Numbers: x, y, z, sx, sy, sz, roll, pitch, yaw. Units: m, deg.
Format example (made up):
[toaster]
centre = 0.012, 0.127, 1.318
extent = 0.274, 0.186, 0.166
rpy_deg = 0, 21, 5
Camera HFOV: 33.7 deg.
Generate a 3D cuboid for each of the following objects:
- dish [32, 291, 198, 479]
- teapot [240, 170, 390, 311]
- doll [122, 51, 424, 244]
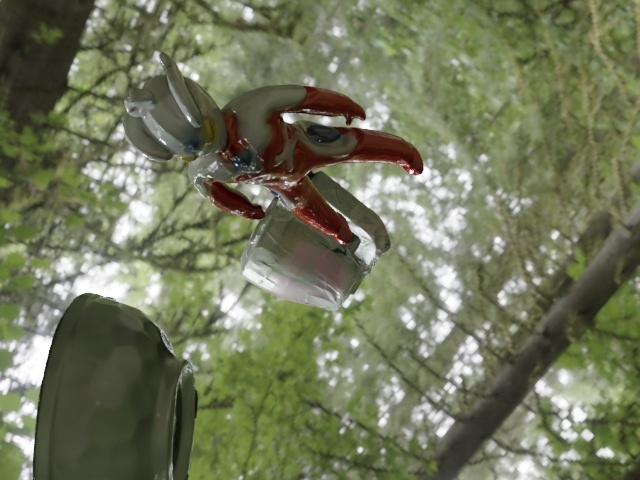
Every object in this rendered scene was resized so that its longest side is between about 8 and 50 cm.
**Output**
[dish]
centre = -0.200, 0.192, 1.105
extent = 0.120, 0.303, 0.303
rpy_deg = 4, -148, 4
[teapot]
centre = 0.002, -0.004, 1.529
extent = 0.178, 0.221, 0.163
rpy_deg = 30, -154, 0
[doll]
centre = -0.052, -0.095, 1.112
extent = 0.384, 0.188, 0.099
rpy_deg = 18, -146, -45
